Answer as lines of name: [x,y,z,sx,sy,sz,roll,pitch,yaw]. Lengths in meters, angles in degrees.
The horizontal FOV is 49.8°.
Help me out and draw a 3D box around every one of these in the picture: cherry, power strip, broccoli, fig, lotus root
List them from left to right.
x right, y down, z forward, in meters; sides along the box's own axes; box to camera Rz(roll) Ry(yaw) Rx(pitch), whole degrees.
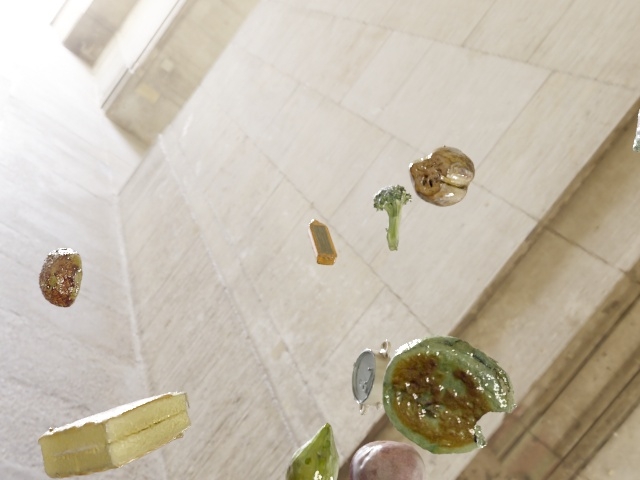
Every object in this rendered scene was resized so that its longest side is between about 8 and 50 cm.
fig: [-0.010,0.703,2.137,0.167,0.233,0.167,28,27,-16]
power strip: [0.000,0.000,1.644,0.049,0.028,0.178,5,35,-16]
cherry: [0.188,0.667,1.885,0.206,0.239,0.239,-9,33,-29]
broccoli: [0.216,-0.069,2.068,0.118,0.122,0.204,29,55,-49]
lotus root: [0.395,-0.198,2.182,0.193,0.193,0.291,40,22,22]

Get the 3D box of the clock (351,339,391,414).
clock: [0.138,0.376,1.889,0.063,0.229,0.155,13,17,-16]

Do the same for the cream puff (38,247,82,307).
cream puff: [-0.618,0.086,1.636,0.084,0.149,0.149,6,24,-33]

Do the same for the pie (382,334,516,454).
pie: [0.280,0.350,1.564,0.302,0.302,0.067,38,22,2]

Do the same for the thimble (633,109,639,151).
thimble: [0.784,-0.257,1.479,0.211,0.149,0.185,2,-21,47]

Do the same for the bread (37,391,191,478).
bread: [-0.434,0.414,1.479,0.246,0.239,0.111,-8,80,-58]
